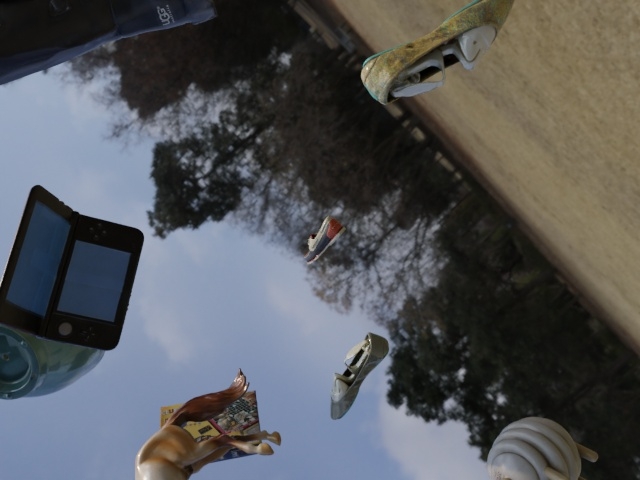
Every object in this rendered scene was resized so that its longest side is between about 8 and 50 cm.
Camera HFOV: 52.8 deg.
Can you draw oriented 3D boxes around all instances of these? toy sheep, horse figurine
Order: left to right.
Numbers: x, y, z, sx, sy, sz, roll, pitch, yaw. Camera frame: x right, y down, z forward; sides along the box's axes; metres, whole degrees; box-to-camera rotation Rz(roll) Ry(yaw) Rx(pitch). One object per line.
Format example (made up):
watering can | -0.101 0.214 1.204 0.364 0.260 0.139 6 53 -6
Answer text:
horse figurine | -0.134 0.248 0.642 0.263 0.174 0.066 -85 -8 -53
toy sheep | 0.208 0.217 0.625 0.132 0.091 0.091 -7 -131 -46

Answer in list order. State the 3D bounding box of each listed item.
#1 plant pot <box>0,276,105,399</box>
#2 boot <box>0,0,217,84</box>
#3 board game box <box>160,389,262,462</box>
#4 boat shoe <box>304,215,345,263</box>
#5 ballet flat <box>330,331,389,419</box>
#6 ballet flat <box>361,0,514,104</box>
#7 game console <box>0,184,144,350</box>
plant pot | -0.640 0.220 1.393 0.293 0.293 0.196 43 -163 -6
boot | -0.410 -0.392 0.898 0.146 0.445 0.367 77 172 -63
board game box | -0.269 0.464 1.582 0.165 0.243 0.042 -105 9 -51
boat shoe | 0.000 0.000 1.273 0.043 0.137 0.049 40 -131 -3
ballet flat | 0.064 0.285 1.377 0.068 0.213 0.072 31 -171 -23
ballet flat | 0.255 -0.382 1.326 0.123 0.348 0.123 63 -174 -12
game console | -0.256 0.032 0.677 0.124 0.144 0.085 15 161 -17
